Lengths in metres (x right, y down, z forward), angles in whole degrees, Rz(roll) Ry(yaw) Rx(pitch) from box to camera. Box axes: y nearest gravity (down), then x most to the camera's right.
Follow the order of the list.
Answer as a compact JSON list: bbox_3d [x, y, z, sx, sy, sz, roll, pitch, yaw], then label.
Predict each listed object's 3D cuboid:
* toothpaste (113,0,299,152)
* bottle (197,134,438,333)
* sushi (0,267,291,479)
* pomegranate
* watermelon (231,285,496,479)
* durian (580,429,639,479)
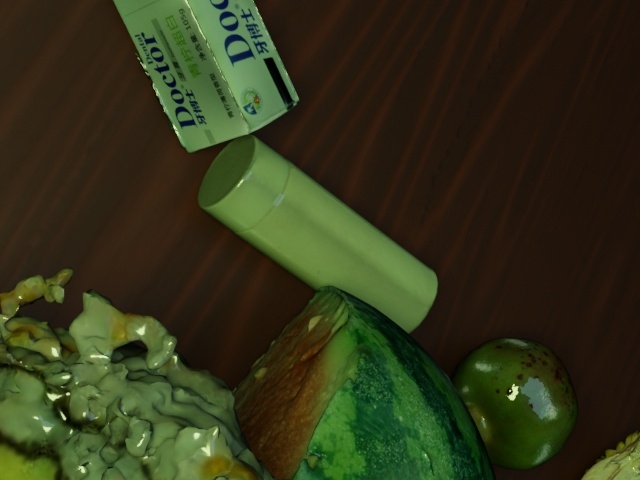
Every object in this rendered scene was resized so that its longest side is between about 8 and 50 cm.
[{"bbox_3d":[-0.130,-0.232,1.055,0.067,0.081,0.336,-35,105,-39],"label":"toothpaste"},{"bbox_3d":[0.000,0.000,1.124,0.201,0.072,0.072,36,64,-27],"label":"bottle"},{"bbox_3d":[-0.189,0.209,0.762,0.176,0.418,0.417,36,60,-57],"label":"sushi"},{"bbox_3d":[0.147,0.143,1.192,0.142,0.114,0.114,-24,98,-31],"label":"pomegranate"},{"bbox_3d":[0.017,0.139,0.999,0.319,0.292,0.222,5,84,-27],"label":"watermelon"},{"bbox_3d":[0.249,0.264,1.275,0.224,0.078,0.140,-39,119,-23],"label":"durian"}]
